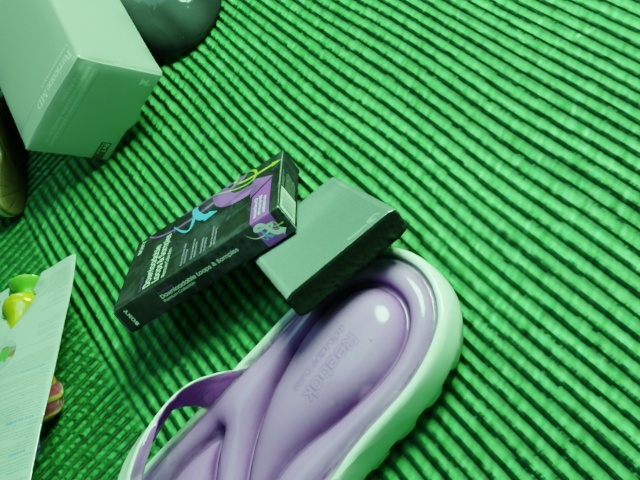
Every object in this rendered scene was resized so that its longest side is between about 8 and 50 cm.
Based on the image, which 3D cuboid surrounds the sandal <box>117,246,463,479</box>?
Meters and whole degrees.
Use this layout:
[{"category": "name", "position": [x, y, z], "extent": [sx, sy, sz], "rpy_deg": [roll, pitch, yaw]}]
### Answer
[{"category": "sandal", "position": [-0.072, 0.163, 0.550], "extent": [0.169, 0.102, 0.416], "rpy_deg": [29, 80, 41]}]

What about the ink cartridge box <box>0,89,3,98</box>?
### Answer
[{"category": "ink cartridge box", "position": [-0.481, -0.213, 1.079], "extent": [0.224, 0.045, 0.223], "rpy_deg": [-41, 49, 6]}]

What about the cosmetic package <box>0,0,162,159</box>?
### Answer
[{"category": "cosmetic package", "position": [-0.268, -0.208, 0.851], "extent": [0.127, 0.107, 0.238], "rpy_deg": [-51, 54, 29]}]

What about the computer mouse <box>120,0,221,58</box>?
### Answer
[{"category": "computer mouse", "position": [-0.215, -0.284, 0.929], "extent": [0.272, 0.072, 0.188], "rpy_deg": [33, 83, 41]}]

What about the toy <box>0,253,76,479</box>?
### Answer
[{"category": "toy", "position": [-0.265, 0.137, 0.726], "extent": [0.137, 0.056, 0.237], "rpy_deg": [-24, 48, 24]}]

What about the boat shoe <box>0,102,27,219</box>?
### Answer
[{"category": "boat shoe", "position": [-0.357, -0.086, 0.917], "extent": [0.049, 0.056, 0.152], "rpy_deg": [-23, 53, 14]}]

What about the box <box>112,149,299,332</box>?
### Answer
[{"category": "box", "position": [-0.090, -0.002, 0.679], "extent": [0.162, 0.029, 0.116], "rpy_deg": [-33, 23, 15]}]

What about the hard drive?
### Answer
[{"category": "hard drive", "position": [0.000, 0.000, 0.608], "extent": [0.094, 0.022, 0.135], "rpy_deg": [-39, 21, -5]}]
